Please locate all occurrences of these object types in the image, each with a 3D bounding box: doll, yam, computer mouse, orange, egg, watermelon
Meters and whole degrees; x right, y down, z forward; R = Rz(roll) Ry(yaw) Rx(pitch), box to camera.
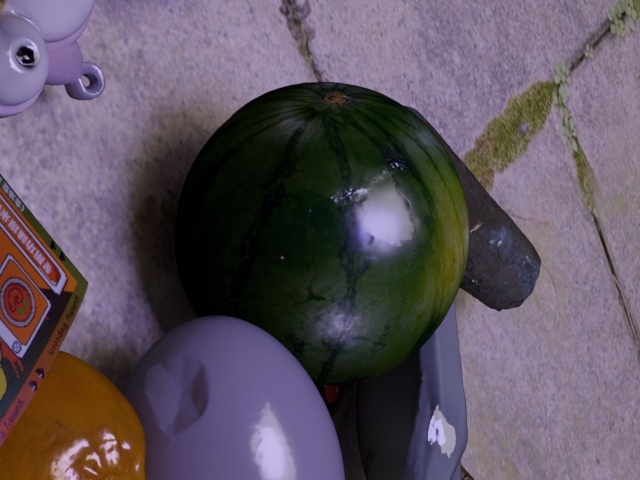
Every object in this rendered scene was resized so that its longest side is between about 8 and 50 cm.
[{"bbox_3d":[-0.265,-0.195,1.018,0.365,0.094,0.160,38,54,-44],"label":"doll"},{"bbox_3d":[0.120,-0.029,1.535,0.259,0.106,0.106,47,46,-40],"label":"yam"},{"bbox_3d":[0.077,0.120,1.378,0.331,0.095,0.197,-91,-177,-46],"label":"computer mouse"},{"bbox_3d":[-0.180,0.147,1.003,0.159,0.136,0.159,1,89,-54],"label":"orange"},{"bbox_3d":[-0.070,0.169,1.122,0.176,0.176,0.231,-23,116,-56],"label":"egg"},{"bbox_3d":[0.001,-0.004,1.232,0.242,0.242,0.242,21,64,-52],"label":"watermelon"}]

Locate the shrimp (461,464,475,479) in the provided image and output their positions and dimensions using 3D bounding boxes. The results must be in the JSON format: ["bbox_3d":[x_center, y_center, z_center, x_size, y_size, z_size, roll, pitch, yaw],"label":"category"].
[{"bbox_3d":[0.135,0.261,1.548,0.083,0.023,0.114,-55,130,-44],"label":"shrimp"}]

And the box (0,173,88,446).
[{"bbox_3d":[-0.267,0.027,0.902,0.195,0.148,0.177,56,41,-31],"label":"box"}]

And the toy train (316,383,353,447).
[{"bbox_3d":[-0.022,0.187,1.311,0.085,0.053,0.249,64,34,-38],"label":"toy train"}]
